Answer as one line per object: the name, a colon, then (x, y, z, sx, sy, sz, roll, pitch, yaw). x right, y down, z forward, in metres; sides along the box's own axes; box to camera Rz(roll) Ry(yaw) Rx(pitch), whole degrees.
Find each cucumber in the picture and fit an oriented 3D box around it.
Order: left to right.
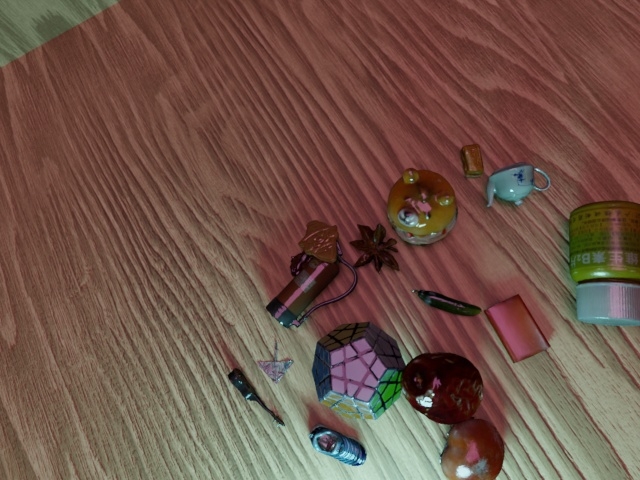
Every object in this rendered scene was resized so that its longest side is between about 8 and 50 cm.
cucumber: (0.449, 0.225, 1.518, 0.250, 0.056, 0.055, 18, 78, 10)

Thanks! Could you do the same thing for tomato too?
tomato: (0.492, 0.687, 1.323, 0.200, 0.112, 0.227, 12, 95, -3)

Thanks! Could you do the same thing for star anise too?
star anise: (0.201, 0.026, 1.578, 0.196, 0.111, 0.212, -20, 103, 21)

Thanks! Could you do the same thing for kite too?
kite: (-0.166, 0.451, 1.561, 0.139, 0.011, 0.156, -2, 75, 5)

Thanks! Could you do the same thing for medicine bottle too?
medicine bottle: (0.955, 0.079, 1.402, 0.225, 0.224, 0.383, 5, 76, 9)

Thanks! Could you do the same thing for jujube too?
jujube: (0.380, 0.458, 1.328, 0.223, 0.318, 0.222, -19, 58, 34)

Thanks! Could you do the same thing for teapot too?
teapot: (0.717, -0.201, 1.556, 0.232, 0.159, 0.158, -15, 73, 12)

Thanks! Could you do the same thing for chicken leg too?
chicken leg: (-0.055, 0.048, 1.641, 0.093, 0.053, 0.205, 29, 74, 30)

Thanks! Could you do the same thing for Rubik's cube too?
Rubik's cube: (0.124, 0.426, 1.394, 0.265, 0.319, 0.318, 4, 73, -19)

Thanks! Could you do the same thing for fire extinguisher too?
fire extinguisher: (-0.013, 0.172, 1.575, 0.200, 0.113, 0.376, 43, 84, -8)

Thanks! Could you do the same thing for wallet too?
wallet: (0.680, 0.304, 1.468, 0.143, 0.045, 0.204, -25, 73, -2)

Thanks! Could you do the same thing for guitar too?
guitar: (-0.228, 0.569, 1.509, 0.038, 0.084, 0.271, -45, 80, -2)

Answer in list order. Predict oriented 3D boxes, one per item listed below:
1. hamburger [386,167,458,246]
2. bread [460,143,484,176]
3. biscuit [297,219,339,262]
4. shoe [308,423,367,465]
hamburger: (0.370, -0.130, 1.535, 0.277, 0.237, 0.276, -3, 72, 9)
bread: (0.592, -0.312, 1.649, 0.074, 0.053, 0.131, -7, 73, 1)
biscuit: (0.000, 0.000, 1.576, 0.163, 0.035, 0.250, -35, 43, 2)
shoe: (0.055, 0.692, 1.414, 0.208, 0.106, 0.091, 22, 80, 7)
